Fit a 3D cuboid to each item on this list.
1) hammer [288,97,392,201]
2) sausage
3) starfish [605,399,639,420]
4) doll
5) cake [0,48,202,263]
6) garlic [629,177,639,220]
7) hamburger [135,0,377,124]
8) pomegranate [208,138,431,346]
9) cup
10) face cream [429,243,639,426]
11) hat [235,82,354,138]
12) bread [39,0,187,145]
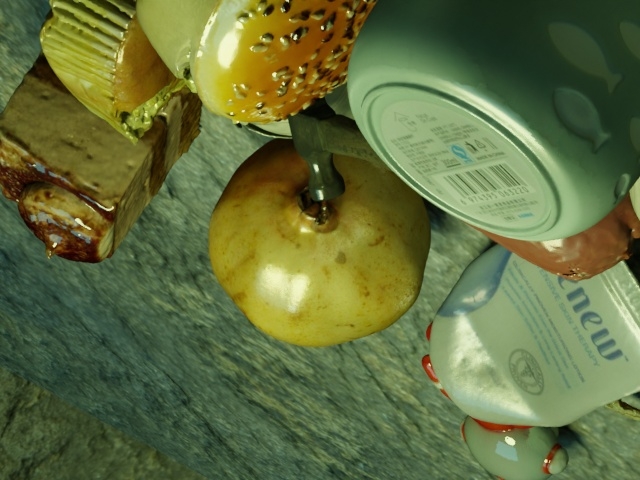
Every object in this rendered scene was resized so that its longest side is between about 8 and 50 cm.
[{"bbox_3d":[0.093,-0.075,1.706,0.440,0.044,0.168,24,134,55],"label":"hammer"},{"bbox_3d":[0.196,-0.073,1.774,0.279,0.152,0.152,35,160,13],"label":"sausage"},{"bbox_3d":[0.335,0.158,2.204,0.247,0.050,0.138,35,159,14],"label":"starfish"},{"bbox_3d":[0.246,0.232,2.442,0.199,0.105,0.336,14,143,39],"label":"doll"},{"bbox_3d":[-0.291,-0.111,2.231,0.198,0.293,0.196,29,158,3],"label":"cake"},{"bbox_3d":[0.355,-0.049,1.614,0.178,0.143,0.229,47,164,-34],"label":"garlic"},{"bbox_3d":[-0.018,-0.235,1.579,0.176,0.300,0.300,44,161,11],"label":"hamburger"},{"bbox_3d":[0.000,0.000,2.086,0.264,0.264,0.264,30,159,13],"label":"pomegranate"},{"bbox_3d":[0.156,-0.191,1.410,0.259,0.274,0.357,14,152,41],"label":"cup"},{"bbox_3d":[0.254,0.100,2.064,0.235,0.137,0.420,61,152,7],"label":"face cream"},{"bbox_3d":[-0.038,-0.192,1.897,0.219,0.164,0.226,35,178,0],"label":"hat"},{"bbox_3d":[-0.211,-0.225,2.023,0.133,0.179,0.250,25,157,13],"label":"bread"}]
